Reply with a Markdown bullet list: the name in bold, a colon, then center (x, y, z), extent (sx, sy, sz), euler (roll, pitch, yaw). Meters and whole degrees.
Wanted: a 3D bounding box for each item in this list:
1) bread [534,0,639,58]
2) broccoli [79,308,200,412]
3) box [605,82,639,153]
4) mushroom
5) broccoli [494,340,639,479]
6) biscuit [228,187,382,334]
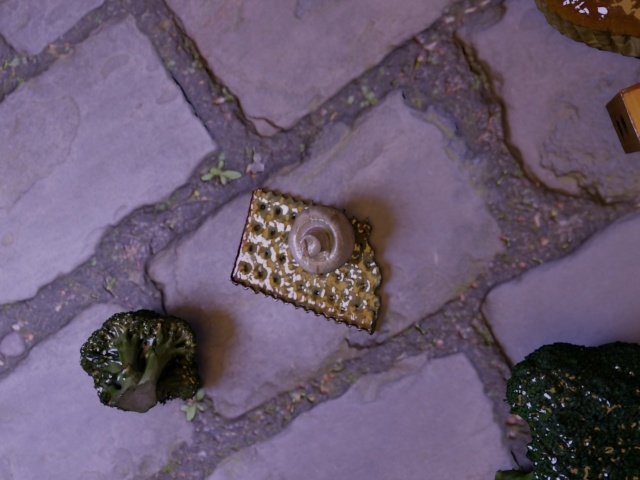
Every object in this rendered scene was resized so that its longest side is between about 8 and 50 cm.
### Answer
- **bread**: center (0.329, -0.318, 0.742), extent (0.227, 0.142, 0.253), euler (31, 107, 23)
- **broccoli**: center (-0.225, 0.155, 0.955), extent (0.162, 0.138, 0.146), euler (-24, 121, 4)
- **box**: center (0.414, -0.159, 0.729), extent (0.237, 0.152, 0.070), euler (-19, 89, 16)
- **mushroom**: center (0.000, 0.000, 0.887), extent (0.083, 0.067, 0.083), euler (4, 105, 16)
- **broccoli**: center (0.308, 0.248, 0.771), extent (0.297, 0.297, 0.297), euler (38, 135, 9)
- **biscuit**: center (-0.011, 0.022, 0.937), extent (0.203, 0.016, 0.144), euler (17, 100, 14)
